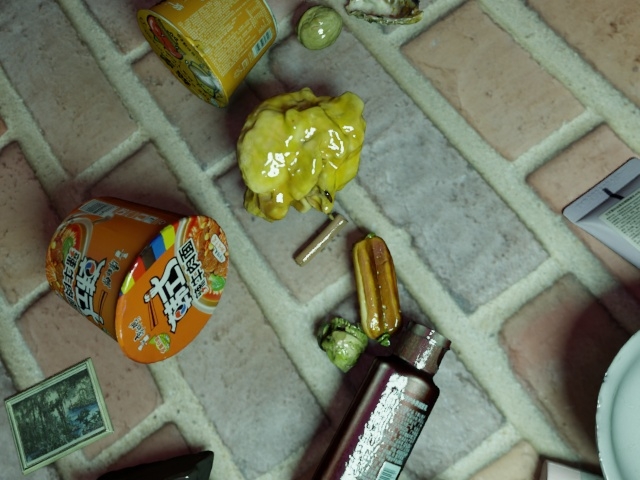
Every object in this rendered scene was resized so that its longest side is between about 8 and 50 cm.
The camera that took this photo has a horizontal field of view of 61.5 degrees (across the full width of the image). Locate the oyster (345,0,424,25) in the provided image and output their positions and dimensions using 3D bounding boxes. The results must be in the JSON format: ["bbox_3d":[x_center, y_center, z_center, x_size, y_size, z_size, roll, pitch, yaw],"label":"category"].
[{"bbox_3d":[0.126,-0.435,1.003,0.103,0.051,0.148,-49,58,-1],"label":"oyster"}]

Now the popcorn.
[{"bbox_3d":[-0.041,-0.148,0.896,0.191,0.190,0.253,27,87,22],"label":"popcorn"}]

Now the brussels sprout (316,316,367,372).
[{"bbox_3d":[0.032,0.163,0.876,0.085,0.058,0.085,-9,60,16],"label":"brussels sprout"}]

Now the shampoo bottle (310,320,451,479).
[{"bbox_3d":[0.092,0.279,0.811,0.129,0.084,0.322,30,83,-20],"label":"shampoo bottle"}]

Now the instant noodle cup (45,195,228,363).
[{"bbox_3d":[-0.299,0.046,0.876,0.192,0.250,0.250,22,81,23],"label":"instant noodle cup"}]

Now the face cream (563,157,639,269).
[{"bbox_3d":[0.525,0.002,0.815,0.154,0.096,0.273,-38,60,2],"label":"face cream"}]

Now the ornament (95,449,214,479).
[{"bbox_3d":[-0.246,0.485,0.833,0.251,0.106,0.260,-15,83,14],"label":"ornament"}]

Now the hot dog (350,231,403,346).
[{"bbox_3d":[0.090,0.080,0.882,0.072,0.055,0.188,-3,79,-22],"label":"hot dog"}]

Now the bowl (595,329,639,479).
[{"bbox_3d":[0.519,0.261,0.705,0.346,0.157,0.345,-2,74,8],"label":"bowl"}]

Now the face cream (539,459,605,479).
[{"bbox_3d":[0.409,0.381,0.753,0.199,0.057,0.084,15,72,15],"label":"face cream"}]

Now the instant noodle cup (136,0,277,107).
[{"bbox_3d":[-0.194,-0.375,0.975,0.216,0.215,0.172,38,76,16],"label":"instant noodle cup"}]

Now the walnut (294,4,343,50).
[{"bbox_3d":[-0.003,-0.398,1.003,0.092,0.092,0.092,-2,76,10],"label":"walnut"}]

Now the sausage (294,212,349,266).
[{"bbox_3d":[0.000,0.000,0.935,0.116,0.026,0.026,-45,73,-2],"label":"sausage"}]

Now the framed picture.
[{"bbox_3d":[-0.467,0.311,0.952,0.183,0.011,0.141,-26,73,3],"label":"framed picture"}]
